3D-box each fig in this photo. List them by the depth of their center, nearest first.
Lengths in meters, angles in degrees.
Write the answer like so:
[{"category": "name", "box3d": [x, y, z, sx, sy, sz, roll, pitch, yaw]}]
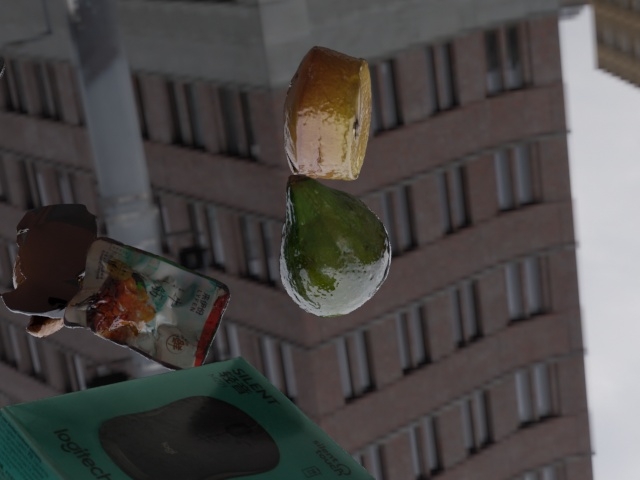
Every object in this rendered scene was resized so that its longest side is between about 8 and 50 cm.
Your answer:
[{"category": "fig", "box3d": [0.000, 0.000, 1.395, 0.123, 0.156, 0.123, -27, -145, 21]}]

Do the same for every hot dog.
[{"category": "hot dog", "box3d": [-0.448, 0.068, 2.288, 0.194, 0.107, 0.326, -5, -148, 13]}]

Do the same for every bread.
[{"category": "bread", "box3d": [0.010, -0.210, 2.335, 0.142, 0.270, 0.195, 8, -118, 8]}]

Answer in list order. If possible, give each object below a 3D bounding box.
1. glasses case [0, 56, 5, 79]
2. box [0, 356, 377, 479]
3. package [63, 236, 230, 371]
[{"category": "glasses case", "box3d": [-0.460, -0.152, 1.610, 0.122, 0.082, 0.321, -45, -170, 21]}, {"category": "box", "box3d": [-0.124, 0.221, 1.196, 0.205, 0.118, 0.311, 42, -152, 29]}, {"category": "package", "box3d": [-0.263, 0.095, 2.062, 0.232, 0.040, 0.166, 23, -115, -2]}]
